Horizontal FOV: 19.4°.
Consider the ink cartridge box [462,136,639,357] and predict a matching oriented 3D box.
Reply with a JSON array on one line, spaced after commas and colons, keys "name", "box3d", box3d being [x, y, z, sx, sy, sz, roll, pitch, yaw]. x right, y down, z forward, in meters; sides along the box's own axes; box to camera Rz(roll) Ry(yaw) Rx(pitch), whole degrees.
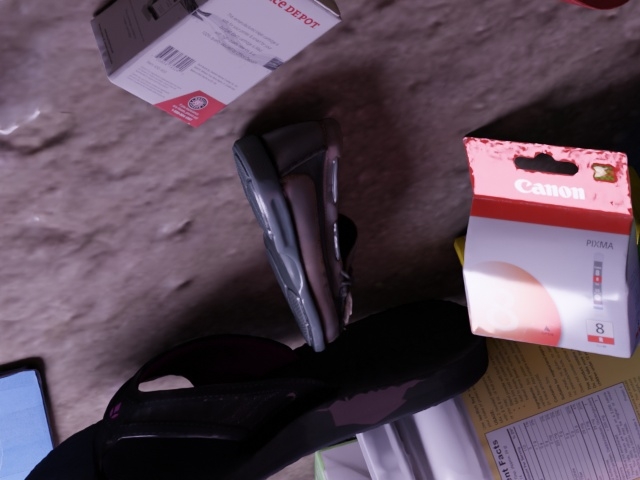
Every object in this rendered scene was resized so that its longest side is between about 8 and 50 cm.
[{"name": "ink cartridge box", "box3d": [0.186, 0.007, 1.528, 0.145, 0.045, 0.179, 8, 130, 27]}]

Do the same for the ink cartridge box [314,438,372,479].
[{"name": "ink cartridge box", "box3d": [0.104, 0.328, 2.028, 0.207, 0.119, 0.353, -14, 147, -10]}]

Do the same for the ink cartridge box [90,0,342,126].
[{"name": "ink cartridge box", "box3d": [-0.070, -0.148, 1.260, 0.135, 0.056, 0.099, -34, 147, 21]}]

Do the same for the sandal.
[{"name": "sandal", "box3d": [-0.068, 0.128, 1.611, 0.445, 0.167, 0.107, -23, 117, -20]}]

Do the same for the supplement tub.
[{"name": "supplement tub", "box3d": [0.211, 0.182, 1.756, 0.331, 0.241, 0.241, -20, 149, -2]}]

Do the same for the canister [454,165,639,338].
[{"name": "canister", "box3d": [0.213, 0.013, 1.661, 0.170, 0.073, 0.126, -22, 147, 3]}]

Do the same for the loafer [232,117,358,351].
[{"name": "loafer", "box3d": [0.000, 0.000, 1.498, 0.084, 0.096, 0.267, -25, 147, -5]}]

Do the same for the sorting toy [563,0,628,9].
[{"name": "sorting toy", "box3d": [0.042, -0.217, 1.213, 0.365, 0.127, 0.126, 8, 168, -34]}]

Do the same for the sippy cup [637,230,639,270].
[{"name": "sippy cup", "box3d": [0.415, 0.006, 1.541, 0.305, 0.224, 0.240, -38, 136, -35]}]

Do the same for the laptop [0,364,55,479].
[{"name": "laptop", "box3d": [-0.391, 0.349, 1.666, 0.382, 0.408, 0.236, -15, -178, -11]}]
